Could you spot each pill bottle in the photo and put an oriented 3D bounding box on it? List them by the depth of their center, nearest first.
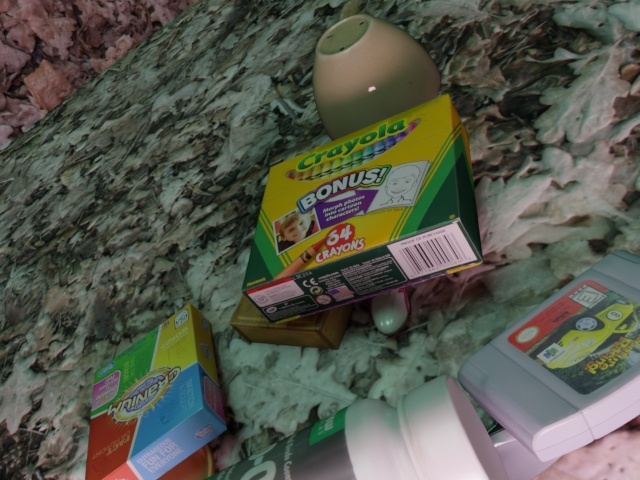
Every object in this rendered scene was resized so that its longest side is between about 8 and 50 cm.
[{"bbox_3d":[0.024,0.307,0.750,0.360,0.204,0.204,-30,40,12],"label":"pill bottle"}]

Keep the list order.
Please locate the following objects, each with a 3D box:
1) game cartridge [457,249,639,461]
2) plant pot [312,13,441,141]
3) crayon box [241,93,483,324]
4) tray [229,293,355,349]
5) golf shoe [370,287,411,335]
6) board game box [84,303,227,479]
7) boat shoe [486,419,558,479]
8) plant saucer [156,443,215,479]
[{"bbox_3d":[0.330,0.129,0.799,0.294,0.060,0.196,-35,27,-7],"label":"game cartridge"},{"bbox_3d":[0.091,-0.368,1.427,0.284,0.191,0.284,-21,43,21],"label":"plant pot"},{"bbox_3d":[0.066,-0.054,1.089,0.362,0.106,0.313,-19,40,23],"label":"crayon box"},{"bbox_3d":[0.000,0.000,1.245,0.202,0.076,0.411,-2,53,36],"label":"tray"},{"bbox_3d":[0.106,0.068,1.091,0.067,0.086,0.186,-16,46,24],"label":"golf shoe"},{"bbox_3d":[-0.294,0.278,1.171,0.242,0.064,0.317,-36,29,3],"label":"board game box"},{"bbox_3d":[0.264,0.229,0.832,0.228,0.080,0.076,-37,22,7],"label":"boat shoe"},{"bbox_3d":[-0.251,0.407,1.082,0.199,0.037,0.200,-20,43,20],"label":"plant saucer"}]
